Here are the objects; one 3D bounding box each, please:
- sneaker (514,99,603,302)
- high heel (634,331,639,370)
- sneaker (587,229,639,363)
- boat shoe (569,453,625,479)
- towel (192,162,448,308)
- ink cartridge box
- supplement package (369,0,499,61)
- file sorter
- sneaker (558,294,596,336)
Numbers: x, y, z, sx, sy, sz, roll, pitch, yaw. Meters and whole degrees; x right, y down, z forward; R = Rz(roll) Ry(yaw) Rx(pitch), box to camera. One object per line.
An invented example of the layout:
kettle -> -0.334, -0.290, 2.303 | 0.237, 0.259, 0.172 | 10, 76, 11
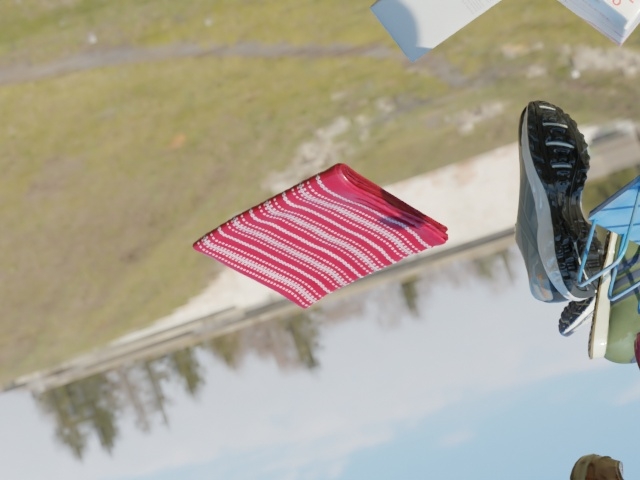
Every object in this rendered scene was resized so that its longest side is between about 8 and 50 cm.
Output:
sneaker -> 0.286, -0.049, 1.989 | 0.100, 0.272, 0.108 | 4, 164, -31
high heel -> 0.376, 0.131, 1.380 | 0.082, 0.244, 0.117 | 19, 114, -34
sneaker -> 0.366, 0.051, 1.793 | 0.086, 0.192, 0.064 | 10, 172, 7
boat shoe -> 0.349, 0.355, 1.834 | 0.120, 0.123, 0.324 | 1, -162, 14
towel -> 0.000, 0.000, 1.924 | 0.199, 0.031, 0.275 | 30, 140, -33
ink cartridge box -> 0.283, -0.266, 1.571 | 0.067, 0.115, 0.198 | -52, 174, 6
supplement package -> 0.180, -0.356, 2.218 | 0.179, 0.105, 0.105 | -33, -170, 37
file sorter -> 0.382, 0.025, 1.692 | 0.170, 0.104, 0.118 | 25, 154, -9
sneaker -> 0.395, 0.094, 2.186 | 0.135, 0.058, 0.052 | -44, -161, 7
